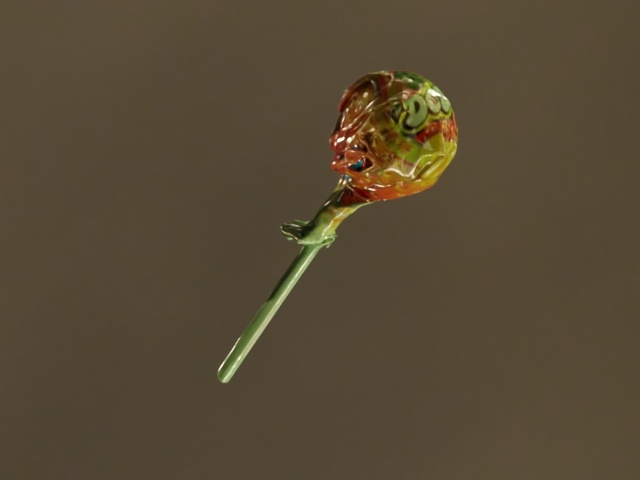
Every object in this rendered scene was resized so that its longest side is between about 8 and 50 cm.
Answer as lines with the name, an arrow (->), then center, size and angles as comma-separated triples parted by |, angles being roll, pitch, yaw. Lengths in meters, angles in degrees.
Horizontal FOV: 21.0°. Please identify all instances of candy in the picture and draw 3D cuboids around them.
candy -> 0.000, 0.000, 0.840 | 0.060, 0.060, 0.201 | 45, -61, 16
